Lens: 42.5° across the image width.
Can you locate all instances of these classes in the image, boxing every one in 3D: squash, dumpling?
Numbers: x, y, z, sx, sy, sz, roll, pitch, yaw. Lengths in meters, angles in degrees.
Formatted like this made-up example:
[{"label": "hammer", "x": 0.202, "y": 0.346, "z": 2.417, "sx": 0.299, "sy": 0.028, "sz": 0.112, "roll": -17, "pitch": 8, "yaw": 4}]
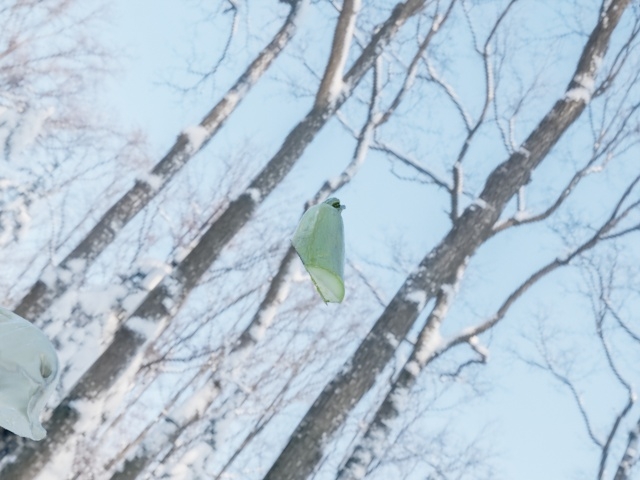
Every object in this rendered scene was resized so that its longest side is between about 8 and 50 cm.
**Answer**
[{"label": "squash", "x": -0.002, "y": 0.002, "z": 1.127, "sx": 0.075, "sy": 0.200, "sz": 0.090, "roll": -35, "pitch": -63, "yaw": 26}, {"label": "dumpling", "x": -0.366, "y": 0.163, "z": 0.971, "sx": 0.169, "sy": 0.100, "sz": 0.134, "roll": 30, "pitch": -56, "yaw": 17}]
